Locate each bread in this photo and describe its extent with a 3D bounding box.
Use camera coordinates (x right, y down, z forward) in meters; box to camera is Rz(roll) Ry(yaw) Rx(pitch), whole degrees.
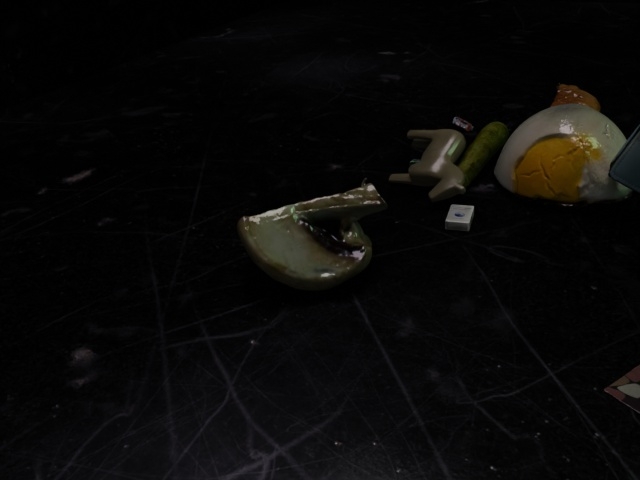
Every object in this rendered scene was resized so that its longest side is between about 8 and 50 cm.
[{"bbox_3d":[0.693,-0.337,1.842,0.134,0.129,0.260,13,37,27],"label":"bread"}]

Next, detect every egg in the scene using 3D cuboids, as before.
[{"bbox_3d":[0.587,-0.224,1.599,0.337,0.201,0.337,-2,31,1],"label":"egg"}]

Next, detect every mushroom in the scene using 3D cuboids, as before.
[{"bbox_3d":[-0.006,0.004,1.393,0.292,0.211,0.217,-26,-10,-12],"label":"mushroom"}]

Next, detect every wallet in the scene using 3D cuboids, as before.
[{"bbox_3d":[0.753,-0.148,1.399,0.250,0.176,0.075,30,37,5],"label":"wallet"}]

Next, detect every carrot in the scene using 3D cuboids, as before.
[{"bbox_3d":[0.406,-0.218,1.742,0.074,0.074,0.358,13,37,28],"label":"carrot"}]

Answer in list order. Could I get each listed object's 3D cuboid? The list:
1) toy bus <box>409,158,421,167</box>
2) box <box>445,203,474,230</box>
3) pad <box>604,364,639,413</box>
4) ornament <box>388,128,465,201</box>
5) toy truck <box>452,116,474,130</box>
[{"bbox_3d":[0.277,-0.196,1.762,0.083,0.031,0.037,5,25,17],"label":"toy bus"},{"bbox_3d":[0.315,-0.052,1.519,0.054,0.024,0.083,8,32,18],"label":"box"},{"bbox_3d":[0.566,0.249,0.989,0.158,0.003,0.235,-22,34,-26],"label":"pad"},{"bbox_3d":[0.280,-0.184,1.655,0.245,0.061,0.230,8,53,43],"label":"ornament"},{"bbox_3d":[0.422,-0.348,2.001,0.032,0.024,0.083,4,25,-31],"label":"toy truck"}]
